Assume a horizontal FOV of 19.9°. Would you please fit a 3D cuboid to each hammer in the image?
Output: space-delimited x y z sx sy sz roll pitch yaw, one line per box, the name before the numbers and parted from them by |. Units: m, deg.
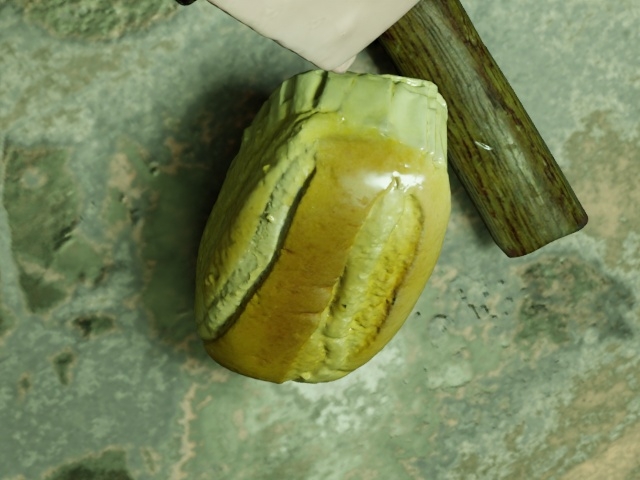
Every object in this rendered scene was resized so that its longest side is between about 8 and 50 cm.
hammer | 0.060 -0.140 1.182 0.242 0.095 0.409 -34 125 1

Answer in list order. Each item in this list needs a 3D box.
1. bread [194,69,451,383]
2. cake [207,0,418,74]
bread | 0.000 0.000 1.163 0.140 0.106 0.236 11 137 -13
cake | -0.041 -0.286 0.896 0.314 0.307 0.293 -48 160 12
